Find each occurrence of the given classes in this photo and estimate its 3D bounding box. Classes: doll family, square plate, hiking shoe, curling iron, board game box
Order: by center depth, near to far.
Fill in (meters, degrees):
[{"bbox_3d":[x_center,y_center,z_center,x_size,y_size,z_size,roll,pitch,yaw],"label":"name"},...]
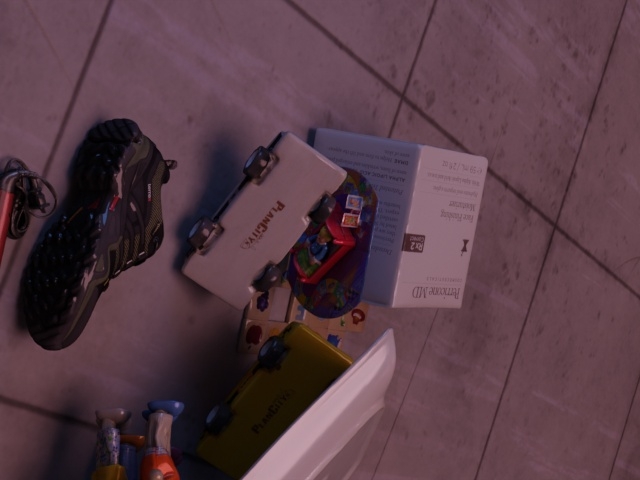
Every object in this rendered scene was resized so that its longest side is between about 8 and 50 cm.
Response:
[{"bbox_3d":[-0.290,0.063,1.177,0.068,0.035,0.274,19,84,-54],"label":"curling iron"},{"bbox_3d":[-0.194,0.006,1.247,0.114,0.086,0.227,36,70,-48],"label":"hiking shoe"},{"bbox_3d":[-0.192,0.263,1.280,0.263,0.118,0.163,99,-8,-66],"label":"doll family"},{"bbox_3d":[-0.047,0.278,1.373,0.347,0.049,0.344,-45,167,-24],"label":"square plate"},{"bbox_3d":[0.000,0.000,1.460,0.033,0.133,0.169,8,94,-40],"label":"board game box"}]

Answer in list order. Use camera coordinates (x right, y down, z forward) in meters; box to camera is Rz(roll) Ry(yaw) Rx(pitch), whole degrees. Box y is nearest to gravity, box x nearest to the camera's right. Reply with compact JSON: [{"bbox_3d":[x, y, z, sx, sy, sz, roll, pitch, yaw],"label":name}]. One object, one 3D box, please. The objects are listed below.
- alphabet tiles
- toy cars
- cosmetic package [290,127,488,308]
[{"bbox_3d":[-0.004,0.043,1.580,0.237,0.009,0.198,13,90,-54],"label":"alphabet tiles"},{"bbox_3d":[-0.058,0.071,1.429,0.176,0.087,0.394,-5,108,-7],"label":"toy cars"},{"bbox_3d":[0.079,-0.024,1.534,0.151,0.151,0.184,4,97,-53],"label":"cosmetic package"}]
